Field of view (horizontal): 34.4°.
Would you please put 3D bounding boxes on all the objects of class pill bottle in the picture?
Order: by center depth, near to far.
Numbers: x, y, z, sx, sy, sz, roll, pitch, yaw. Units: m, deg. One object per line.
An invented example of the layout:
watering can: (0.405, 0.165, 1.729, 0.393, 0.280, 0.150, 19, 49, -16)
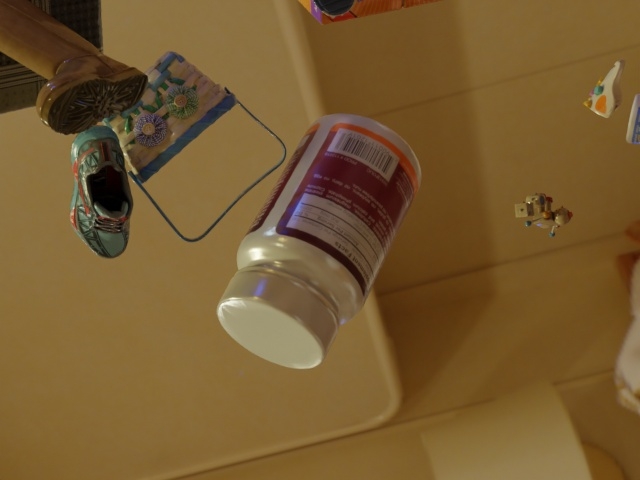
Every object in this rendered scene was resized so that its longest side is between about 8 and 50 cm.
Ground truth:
pill bottle: (0.541, -0.174, 1.567, 0.078, 0.137, 0.078, 12, -90, -72)
pill bottle: (0.000, 0.000, 1.701, 0.392, 0.224, 0.224, -62, -28, -31)

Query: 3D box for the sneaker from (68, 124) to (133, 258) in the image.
sneaker: (-0.373, -0.059, 1.760, 0.125, 0.104, 0.261, -123, 25, -46)

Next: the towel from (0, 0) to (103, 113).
towel: (-0.513, -0.386, 1.789, 0.324, 0.056, 0.312, -24, -56, -48)

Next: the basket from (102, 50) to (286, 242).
basket: (-0.241, -0.173, 1.858, 0.289, 0.255, 0.201, 46, 177, -15)

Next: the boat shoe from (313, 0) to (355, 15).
boat shoe: (0.001, -0.359, 1.232, 0.066, 0.066, 0.183, -105, -2, -53)

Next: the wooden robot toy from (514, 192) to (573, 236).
wooden robot toy: (0.467, -0.059, 2.076, 0.173, 0.079, 0.076, 19, -108, -45)

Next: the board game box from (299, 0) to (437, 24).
board game box: (0.091, -0.690, 2.040, 0.356, 0.356, 0.356, -126, 27, -45)

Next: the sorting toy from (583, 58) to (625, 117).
sorting toy: (0.411, -0.220, 1.462, 0.083, 0.045, 0.075, -32, -33, -63)

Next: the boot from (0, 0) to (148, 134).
boot: (-0.412, -0.261, 1.470, 0.089, 0.269, 0.236, -61, -12, 22)
